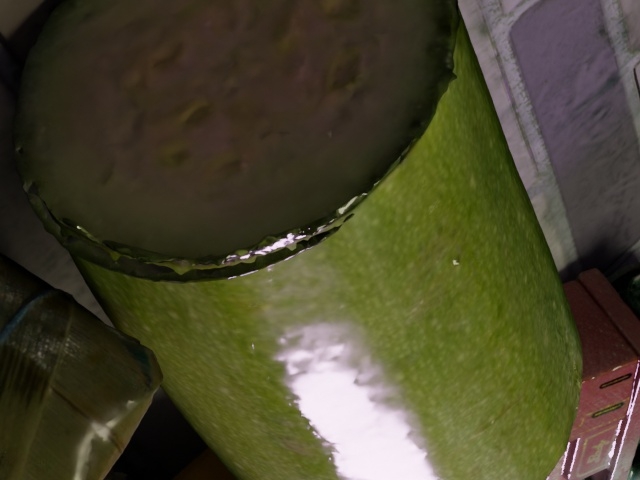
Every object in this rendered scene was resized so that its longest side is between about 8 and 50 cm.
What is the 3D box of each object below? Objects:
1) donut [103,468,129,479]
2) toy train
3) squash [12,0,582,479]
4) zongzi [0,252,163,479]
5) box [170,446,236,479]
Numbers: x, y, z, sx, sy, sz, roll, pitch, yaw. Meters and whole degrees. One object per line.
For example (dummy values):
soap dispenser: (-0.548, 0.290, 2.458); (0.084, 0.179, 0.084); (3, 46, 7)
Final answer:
donut: (-0.187, 0.244, 1.214); (0.174, 0.068, 0.175); (-28, 143, -24)
toy train: (0.248, 0.156, 1.543); (0.221, 0.150, 0.304); (-20, 140, -19)
squash: (0.000, 0.000, 1.003); (0.263, 0.263, 0.384); (-41, 145, -9)
zongzi: (-0.237, 0.047, 0.948); (0.125, 0.274, 0.251); (-58, -172, -18)
box: (-0.075, 0.276, 1.212); (0.415, 0.116, 0.264); (-38, 152, -49)
